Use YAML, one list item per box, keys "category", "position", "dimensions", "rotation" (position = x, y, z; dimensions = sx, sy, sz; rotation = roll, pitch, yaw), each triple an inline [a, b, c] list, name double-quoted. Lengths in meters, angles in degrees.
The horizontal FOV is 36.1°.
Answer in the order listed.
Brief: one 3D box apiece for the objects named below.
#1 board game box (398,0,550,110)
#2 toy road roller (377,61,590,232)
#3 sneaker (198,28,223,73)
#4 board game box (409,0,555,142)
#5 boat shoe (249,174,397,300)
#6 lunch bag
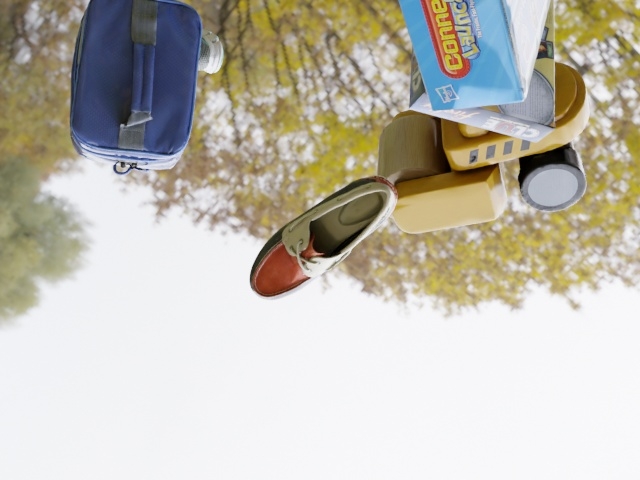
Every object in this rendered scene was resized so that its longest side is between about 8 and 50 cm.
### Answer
- category: "board game box"
  position: [0.131, -0.326, 0.866]
  dimensions: [0.086, 0.302, 0.308]
  rotation: [-4, -141, 25]
- category: "toy road roller"
  position: [0.223, -0.174, 1.435]
  dimensions: [0.330, 0.240, 0.202]
  rotation: [-12, -138, 16]
- category: "sneaker"
  position: [-0.203, -0.263, 1.253]
  dimensions: [0.166, 0.076, 0.065]
  rotation: [32, -56, 27]
- category: "board game box"
  position: [0.189, -0.246, 1.133]
  dimensions: [0.042, 0.165, 0.243]
  rotation: [137, -37, -62]
- category: "boat shoe"
  position: [0.000, 0.000, 0.736]
  dimensions: [0.137, 0.049, 0.043]
  rotation: [-37, -172, 10]
- category: "lunch bag"
  position: [-0.102, -0.083, 0.536]
  dimensions: [0.065, 0.067, 0.098]
  rotation: [155, -61, -77]
